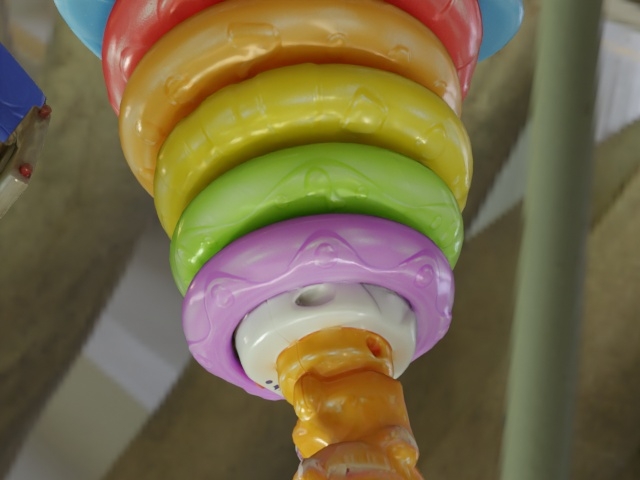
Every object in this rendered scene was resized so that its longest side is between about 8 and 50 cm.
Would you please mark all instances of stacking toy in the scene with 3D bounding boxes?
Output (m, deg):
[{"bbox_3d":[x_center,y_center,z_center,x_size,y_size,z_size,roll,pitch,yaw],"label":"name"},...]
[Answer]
[{"bbox_3d":[0.000,0.000,0.698,0.175,0.165,0.302,36,-145,-44],"label":"stacking toy"}]

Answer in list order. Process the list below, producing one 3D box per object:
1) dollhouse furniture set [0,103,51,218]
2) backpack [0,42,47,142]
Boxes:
[{"bbox_3d":[-0.233,-0.007,0.883,0.129,0.129,0.184,32,-145,-20],"label":"dollhouse furniture set"},{"bbox_3d":[-0.278,-0.092,1.265,0.120,0.098,0.101,-10,-141,32],"label":"backpack"}]
